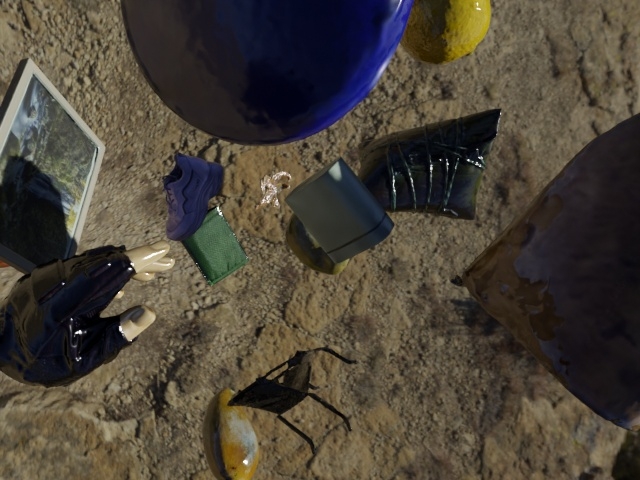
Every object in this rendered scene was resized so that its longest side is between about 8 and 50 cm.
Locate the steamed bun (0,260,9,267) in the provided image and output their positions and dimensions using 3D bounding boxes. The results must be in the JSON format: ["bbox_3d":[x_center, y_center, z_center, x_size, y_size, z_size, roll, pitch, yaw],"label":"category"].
[{"bbox_3d":[-0.832,-0.115,1.175,0.248,0.379,0.235,-3,131,-30],"label":"steamed bun"}]

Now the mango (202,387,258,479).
[{"bbox_3d":[-0.282,0.604,1.498,0.146,0.316,0.193,-28,136,12],"label":"mango"}]

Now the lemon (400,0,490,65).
[{"bbox_3d":[0.248,-0.453,0.974,0.244,0.186,0.187,11,81,-45],"label":"lemon"}]

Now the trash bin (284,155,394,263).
[{"bbox_3d":[0.027,-0.042,0.714,0.130,0.116,0.059,50,41,-13],"label":"trash bin"}]

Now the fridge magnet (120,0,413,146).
[{"bbox_3d":[-0.051,-0.212,0.396,0.112,0.265,0.266,-24,102,-66],"label":"fridge magnet"}]

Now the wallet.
[{"bbox_3d":[-0.347,0.019,1.548,0.160,0.055,0.236,-32,125,-11],"label":"wallet"}]

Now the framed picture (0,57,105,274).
[{"bbox_3d":[-0.466,-0.103,0.805,0.020,0.241,0.325,-3,61,7],"label":"framed picture"}]

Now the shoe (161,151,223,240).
[{"bbox_3d":[-0.365,-0.115,1.264,0.137,0.095,0.245,24,102,-38],"label":"shoe"}]

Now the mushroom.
[{"bbox_3d":[0.447,0.025,0.674,0.224,0.314,0.397,11,122,-47],"label":"mushroom"}]

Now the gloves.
[{"bbox_3d":[-0.255,0.063,0.528,0.203,0.164,0.124,-48,150,-3],"label":"gloves"}]

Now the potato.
[{"bbox_3d":[0.000,0.000,1.259,0.157,0.157,0.194,-35,67,-27],"label":"potato"}]

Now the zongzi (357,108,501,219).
[{"bbox_3d":[0.219,-0.153,1.193,0.362,0.383,0.319,-57,149,-47],"label":"zongzi"}]

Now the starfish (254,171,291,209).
[{"bbox_3d":[-0.176,-0.175,1.692,0.210,0.053,0.150,-57,139,-39],"label":"starfish"}]

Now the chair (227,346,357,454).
[{"bbox_3d":[-0.052,0.265,0.861,0.213,0.174,0.149,31,35,-23],"label":"chair"}]
